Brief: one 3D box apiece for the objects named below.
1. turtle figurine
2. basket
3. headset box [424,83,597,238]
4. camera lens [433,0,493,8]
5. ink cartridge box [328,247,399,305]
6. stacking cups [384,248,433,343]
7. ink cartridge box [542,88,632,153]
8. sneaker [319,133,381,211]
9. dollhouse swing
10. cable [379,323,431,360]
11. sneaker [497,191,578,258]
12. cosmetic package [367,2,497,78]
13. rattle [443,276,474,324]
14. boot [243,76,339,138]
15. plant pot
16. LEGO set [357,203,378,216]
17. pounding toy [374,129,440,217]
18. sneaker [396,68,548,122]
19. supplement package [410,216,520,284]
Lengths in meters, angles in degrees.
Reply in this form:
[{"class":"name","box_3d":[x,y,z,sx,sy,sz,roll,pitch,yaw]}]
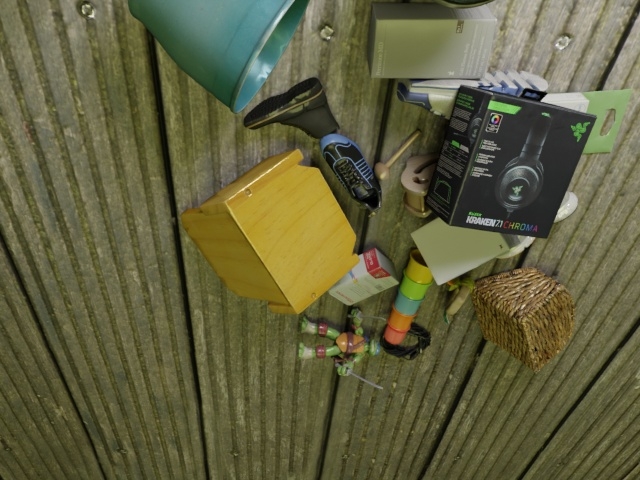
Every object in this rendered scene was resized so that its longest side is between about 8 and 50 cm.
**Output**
[{"class":"turtle figurine","box_3d":[0.068,0.314,1.593,0.266,0.275,0.198,6,96,0]},{"class":"basket","box_3d":[0.635,0.216,1.576,0.213,0.223,0.299,-38,128,-12]},{"class":"headset box","box_3d":[0.382,-0.168,1.034,0.246,0.131,0.283,7,112,-17]},{"class":"camera lens","box_3d":[0.226,-0.522,0.816,0.219,0.274,0.219,0,131,0]},{"class":"ink cartridge box","box_3d":[0.119,0.108,1.472,0.175,0.072,0.127,-27,143,21]},{"class":"stacking cups","box_3d":[0.262,0.174,1.516,0.096,0.096,0.316,10,125,-9]},{"class":"ink cartridge box","box_3d":[0.600,-0.262,1.190,0.235,0.056,0.171,-2,130,4]},{"class":"sneaker","box_3d":[0.082,-0.161,1.229,0.081,0.090,0.232,-31,133,23]},{"class":"dollhouse swing","box_3d":[-0.143,-0.023,1.346,0.315,0.305,0.347,-39,114,-17]},{"class":"cable","box_3d":[0.288,0.341,1.709,0.150,0.047,0.184,-37,121,27]},{"class":"sneaker","box_3d":[0.536,-0.064,1.344,0.121,0.099,0.262,38,114,-19]},{"class":"cosmetic package","box_3d":[0.218,-0.407,1.030,0.237,0.107,0.127,-3,133,-2]},{"class":"rattle","box_3d":[0.374,0.166,1.549,0.142,0.130,0.200,16,156,0]},{"class":"boot","box_3d":[-0.064,-0.270,1.168,0.197,0.077,0.137,-20,133,17]},{"class":"plant pot","box_3d":[-0.192,-0.421,0.927,0.255,0.272,0.272,34,124,-7]},{"class":"LEGO set","box_3d":[0.130,-0.092,1.350,0.054,0.023,0.083,-35,122,26]},{"class":"pounding toy","box_3d":[0.266,-0.164,1.204,0.269,0.154,0.155,-9,130,7]},{"class":"sneaker","box_3d":[0.326,-0.278,1.124,0.315,0.127,0.182,3,129,-5]},{"class":"supplement package","box_3d":[0.370,-0.005,1.279,0.194,0.149,0.203,-32,169,26]}]
